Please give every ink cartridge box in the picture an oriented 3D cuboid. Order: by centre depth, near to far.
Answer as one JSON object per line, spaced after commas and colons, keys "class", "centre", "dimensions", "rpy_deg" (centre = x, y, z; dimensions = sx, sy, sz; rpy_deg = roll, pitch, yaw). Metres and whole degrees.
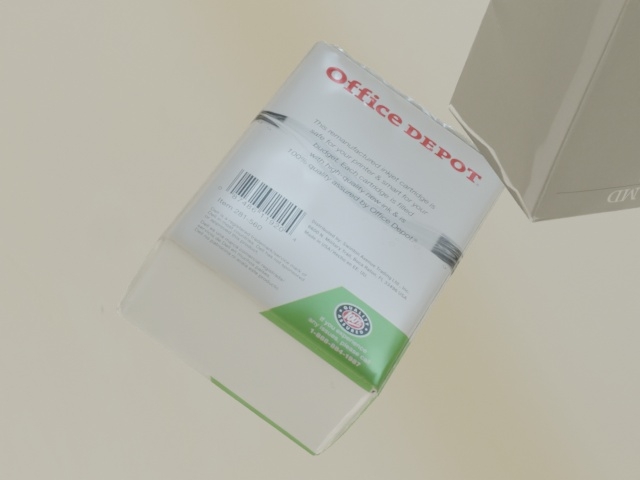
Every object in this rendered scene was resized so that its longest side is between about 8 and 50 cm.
{"class": "ink cartridge box", "centre": [0.000, 0.000, 1.261], "dimensions": [0.160, 0.092, 0.219], "rpy_deg": [36, -133, -1]}

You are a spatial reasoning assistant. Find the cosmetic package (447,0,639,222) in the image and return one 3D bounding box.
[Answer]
{"class": "cosmetic package", "centre": [0.167, -0.129, 0.999], "dimensions": [0.127, 0.238, 0.107], "rpy_deg": [-9, -135, -27]}
